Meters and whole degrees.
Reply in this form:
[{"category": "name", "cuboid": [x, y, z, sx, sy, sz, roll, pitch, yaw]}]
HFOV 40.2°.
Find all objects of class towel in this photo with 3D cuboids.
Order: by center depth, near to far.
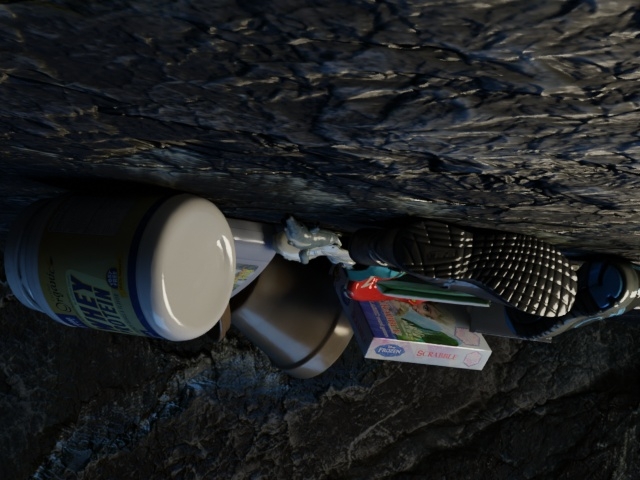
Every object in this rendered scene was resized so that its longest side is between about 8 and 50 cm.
[{"category": "towel", "cuboid": [0.276, 0.084, 1.827, 0.248, 0.038, 0.325, 3, -172, 25]}]

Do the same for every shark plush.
[{"category": "shark plush", "cuboid": [-0.027, -0.024, 1.522, 0.067, 0.073, 0.161, -15, 146, 17]}]

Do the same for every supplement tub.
[{"category": "supplement tub", "cuboid": [-0.321, 0.033, 1.400, 0.316, 0.228, 0.228, 4, 174, 28]}]

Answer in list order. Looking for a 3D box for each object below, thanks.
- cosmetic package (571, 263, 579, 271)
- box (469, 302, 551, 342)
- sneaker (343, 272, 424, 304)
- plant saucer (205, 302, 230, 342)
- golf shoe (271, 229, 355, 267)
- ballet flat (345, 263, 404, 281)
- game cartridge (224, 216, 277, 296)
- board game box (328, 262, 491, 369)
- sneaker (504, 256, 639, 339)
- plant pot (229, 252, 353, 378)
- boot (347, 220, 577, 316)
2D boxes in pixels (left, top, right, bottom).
[{"category": "cosmetic package", "cuboid": [0.446, 0.064, 1.730, 0.115, 0.041, 0.060, 7, 174, 2]}, {"category": "box", "cuboid": [0.449, 0.182, 2.040, 0.156, 0.093, 0.158, 5, 175, 28]}, {"category": "sneaker", "cuboid": [0.182, 0.099, 2.013, 0.279, 0.107, 0.118, -2, -159, -35]}, {"category": "plant saucer", "cuboid": [-0.286, 0.116, 2.162, 0.041, 0.278, 0.278, -19, -175, -22]}, {"category": "golf shoe", "cuboid": [0.000, 0.000, 1.624, 0.176, 0.069, 0.086, 6, 155, -21]}, {"category": "ballet flat", "cuboid": [0.091, 0.031, 1.744, 0.087, 0.083, 0.247, 34, 166, -16]}, {"category": "game cartridge", "cuboid": [-0.218, 0.055, 1.680, 0.196, 0.060, 0.294, 4, 147, -42]}, {"category": "board game box", "cuboid": [0.211, 0.171, 2.117, 0.318, 0.066, 0.319, 9, -148, -24]}, {"category": "sneaker", "cuboid": [0.474, 0.114, 1.614, 0.139, 0.125, 0.341, 2, 168, -28]}, {"category": "plant pot", "cuboid": [-0.103, 0.158, 2.249, 0.280, 0.323, 0.323, 29, 163, -31]}, {"category": "boot", "cuboid": [0.232, 0.033, 1.437, 0.338, 0.118, 0.223, 20, 174, -17]}]
